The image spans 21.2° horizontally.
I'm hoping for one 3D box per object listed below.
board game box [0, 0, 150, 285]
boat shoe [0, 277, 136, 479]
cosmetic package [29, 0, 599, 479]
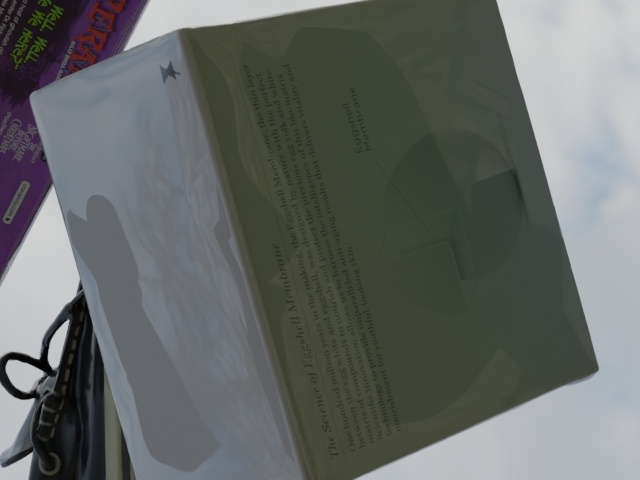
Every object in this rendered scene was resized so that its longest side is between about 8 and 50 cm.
[{"bbox_3d":[-0.261,-0.073,1.049,0.208,0.347,0.056,30,-165,-3],"label":"board game box"},{"bbox_3d":[-0.136,0.125,1.177,0.187,0.156,0.500,4,-88,-62],"label":"boat shoe"},{"bbox_3d":[0.000,0.000,0.885,0.224,0.138,0.224,-16,-89,-45],"label":"cosmetic package"}]
